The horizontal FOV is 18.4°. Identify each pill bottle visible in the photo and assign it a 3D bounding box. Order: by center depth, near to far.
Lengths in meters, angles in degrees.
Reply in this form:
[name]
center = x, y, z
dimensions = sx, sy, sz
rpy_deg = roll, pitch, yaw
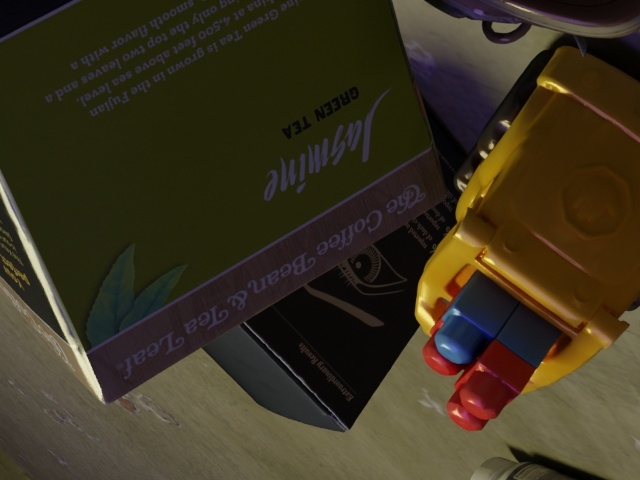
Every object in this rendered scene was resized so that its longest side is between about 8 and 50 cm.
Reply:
[pill bottle]
center = 0.201, 0.244, 1.768
dimensions = 0.137, 0.078, 0.078
rpy_deg = 16, 152, 46

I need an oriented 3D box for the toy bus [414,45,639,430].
[toy bus]
center = 0.126, 0.021, 1.173
dimensions = 0.149, 0.211, 0.220
rpy_deg = 35, 163, 1

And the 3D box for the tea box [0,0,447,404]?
[tea box]
center = -0.142, -0.152, 1.017
dimensions = 0.329, 0.220, 0.323
rpy_deg = 38, 153, 50

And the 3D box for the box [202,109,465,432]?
[box]
center = 0.000, 0.000, 1.346
dimensions = 0.108, 0.207, 0.153
rpy_deg = 11, 149, 52

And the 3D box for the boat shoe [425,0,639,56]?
[boat shoe]
center = 0.072, -0.172, 1.002
dimensions = 0.285, 0.104, 0.089
rpy_deg = 37, 172, 36
